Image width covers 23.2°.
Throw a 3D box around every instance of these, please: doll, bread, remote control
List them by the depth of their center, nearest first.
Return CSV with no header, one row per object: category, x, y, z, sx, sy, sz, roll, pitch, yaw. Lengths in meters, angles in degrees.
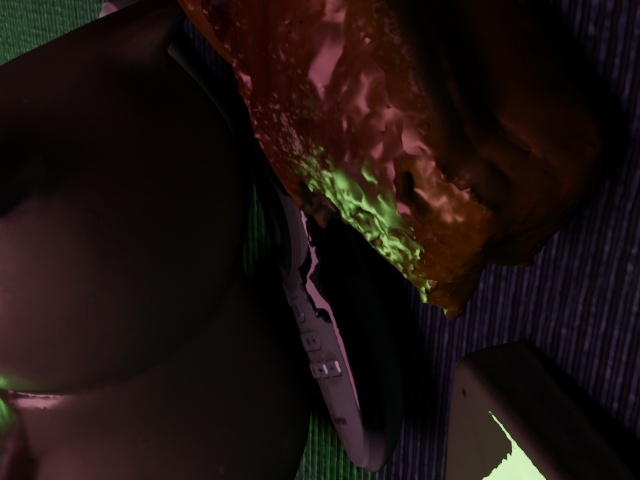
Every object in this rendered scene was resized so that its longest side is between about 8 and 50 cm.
remote control,0.133,0.165,0.647,0.285,0.038,0.123,-130,33,-50
bread,-0.021,-0.130,0.701,0.380,0.109,0.185,59,154,19
remote control,-0.002,0.000,0.842,0.097,0.045,0.256,163,89,-77
doll,-0.124,0.051,0.910,0.226,0.215,0.370,14,136,39

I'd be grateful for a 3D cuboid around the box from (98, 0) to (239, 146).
box,-0.114,-0.028,1.068,0.142,0.044,0.285,54,153,26
